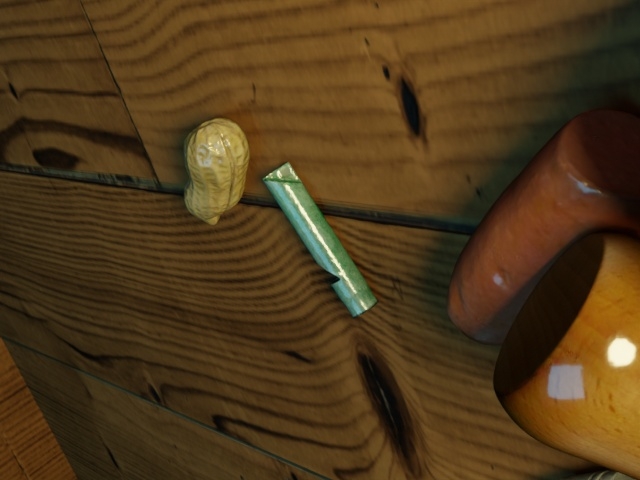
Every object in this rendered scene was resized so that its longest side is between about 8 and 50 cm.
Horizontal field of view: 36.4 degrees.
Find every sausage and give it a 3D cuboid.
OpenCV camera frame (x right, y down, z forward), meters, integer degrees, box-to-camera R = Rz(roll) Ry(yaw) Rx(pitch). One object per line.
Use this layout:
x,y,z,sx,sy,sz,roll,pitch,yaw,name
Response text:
0.183,0.005,0.788,0.113,0.113,0.259,46,146,12,sausage

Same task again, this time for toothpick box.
0.275,0.126,0.658,0.294,0.192,0.192,32,147,-3,toothpick box

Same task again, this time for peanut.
-0.126,-0.082,1.136,0.080,0.080,0.174,44,149,16,peanut

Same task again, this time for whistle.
0.000,0.000,1.084,0.186,0.039,0.039,57,148,-5,whistle

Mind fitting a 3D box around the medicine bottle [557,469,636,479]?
0.274,0.257,0.954,0.058,0.058,0.091,54,148,-1,medicine bottle
